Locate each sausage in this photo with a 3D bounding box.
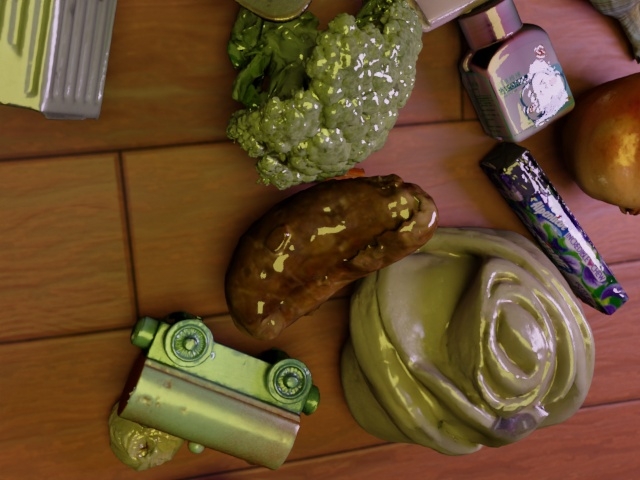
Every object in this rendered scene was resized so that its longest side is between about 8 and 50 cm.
[{"bbox_3d":[0.009,-0.094,1.171,0.107,0.031,0.031,6,101,-17],"label":"sausage"}]

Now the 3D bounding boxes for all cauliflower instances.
[{"bbox_3d":[-0.012,-0.213,1.068,0.250,0.275,0.272,38,121,15],"label":"cauliflower"}]

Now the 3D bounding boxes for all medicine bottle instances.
[{"bbox_3d":[0.267,-0.246,1.171,0.119,0.094,0.188,-31,109,-8],"label":"medicine bottle"}]

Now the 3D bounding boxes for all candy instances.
[{"bbox_3d":[0.357,-0.015,1.252,0.061,0.088,0.312,-40,110,1],"label":"candy"}]

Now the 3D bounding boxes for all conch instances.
[{"bbox_3d":[0.443,-0.381,1.190,0.137,0.114,0.234,-50,145,11],"label":"conch"}]

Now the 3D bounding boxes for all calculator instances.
[{"bbox_3d":[0.178,-0.358,1.137,0.175,0.032,0.100,-28,81,-7],"label":"calculator"}]

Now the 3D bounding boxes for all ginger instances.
[{"bbox_3d":[0.000,0.000,1.106,0.321,0.172,0.165,-34,137,17],"label":"ginger"}]

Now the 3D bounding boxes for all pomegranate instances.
[{"bbox_3d":[0.451,-0.143,1.196,0.209,0.209,0.209,-3,103,-14],"label":"pomegranate"}]

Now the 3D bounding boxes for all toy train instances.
[{"bbox_3d":[-0.143,0.211,1.144,0.286,0.116,0.177,25,82,-20],"label":"toy train"}]

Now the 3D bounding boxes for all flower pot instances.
[{"bbox_3d":[-0.361,-0.249,0.942,0.239,0.209,0.189,8,100,-15],"label":"flower pot"}]

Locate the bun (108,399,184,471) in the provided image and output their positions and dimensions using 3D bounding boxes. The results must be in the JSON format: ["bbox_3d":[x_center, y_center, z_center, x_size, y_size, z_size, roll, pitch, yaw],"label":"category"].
[{"bbox_3d":[-0.247,0.272,1.167,0.115,0.069,0.115,-3,102,-16],"label":"bun"}]

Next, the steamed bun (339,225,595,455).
[{"bbox_3d":[0.224,0.148,1.169,0.368,0.255,0.342,-9,102,-14],"label":"steamed bun"}]

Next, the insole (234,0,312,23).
[{"bbox_3d":[-0.163,-0.365,0.992,0.348,0.009,0.119,31,76,7],"label":"insole"}]
